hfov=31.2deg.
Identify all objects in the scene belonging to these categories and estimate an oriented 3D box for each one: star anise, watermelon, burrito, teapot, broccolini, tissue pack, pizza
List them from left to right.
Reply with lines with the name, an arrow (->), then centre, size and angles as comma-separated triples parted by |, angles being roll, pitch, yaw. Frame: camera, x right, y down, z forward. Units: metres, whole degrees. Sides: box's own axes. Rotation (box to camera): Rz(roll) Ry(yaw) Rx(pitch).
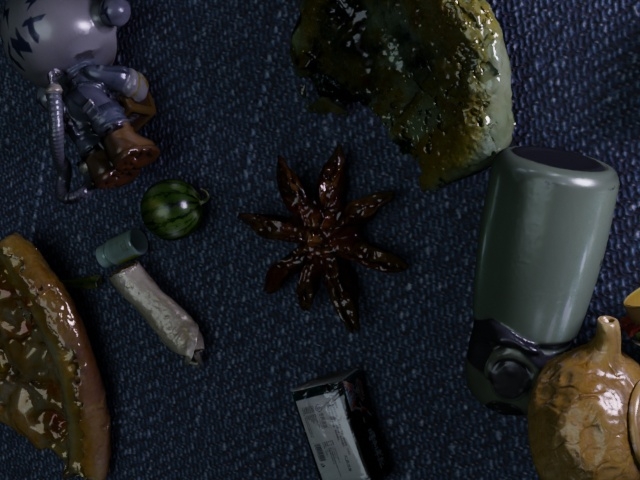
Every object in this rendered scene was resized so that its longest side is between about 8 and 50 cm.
pizza -> -0.521, 0.181, 1.988 | 0.435, 0.080, 0.392 | 22, 113, 18
broccolini -> -0.483, 0.068, 2.012 | 0.254, 0.071, 0.057 | -3, 55, 23
burrito -> -0.263, 0.114, 1.869 | 0.060, 0.087, 0.226 | -40, 78, -17
watermelon -> -0.229, -0.049, 1.811 | 0.109, 0.109, 0.109 | 5, 100, 28
star anise -> 0.000, 0.001, 1.697 | 0.288, 0.088, 0.288 | 6, 103, 29
tissue pack -> 0.032, 0.286, 1.721 | 0.103, 0.090, 0.170 | -18, 91, 30
teapot -> 0.367, 0.239, 1.403 | 0.167, 0.203, 0.311 | -8, 104, 39

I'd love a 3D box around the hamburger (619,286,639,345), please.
hamburger -> 0.464, 0.112, 1.416 | 0.175, 0.175, 0.137 | -19, 95, 30

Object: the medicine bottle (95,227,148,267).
medicine bottle -> -0.329, 0.014, 1.902 | 0.083, 0.047, 0.047 | -23, 86, 30

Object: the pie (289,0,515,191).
pie -> 0.116, -0.244, 1.573 | 0.371, 0.078, 0.296 | 37, 126, 22

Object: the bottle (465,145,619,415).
bottle -> 0.279, 0.058, 1.506 | 0.168, 0.168, 0.347 | 16, 107, 26

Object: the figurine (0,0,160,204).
figurine -> -0.372, -0.271, 1.807 | 0.261, 0.186, 0.382 | -36, 76, 23
